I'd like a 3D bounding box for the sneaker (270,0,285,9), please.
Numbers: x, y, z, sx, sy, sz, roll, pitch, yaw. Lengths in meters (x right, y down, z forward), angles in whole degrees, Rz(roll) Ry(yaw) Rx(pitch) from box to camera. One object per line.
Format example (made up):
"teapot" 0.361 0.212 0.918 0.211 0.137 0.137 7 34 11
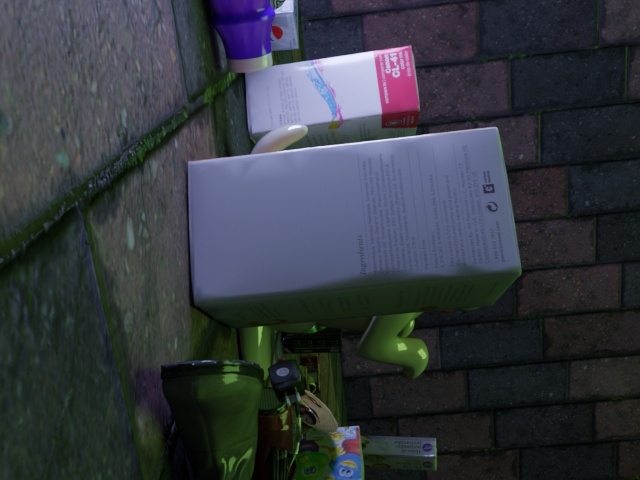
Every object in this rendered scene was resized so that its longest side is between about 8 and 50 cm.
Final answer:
"sneaker" -0.088 -0.488 1.202 0.343 0.147 0.134 68 17 -80

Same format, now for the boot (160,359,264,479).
"boot" -0.088 0.205 0.645 0.246 0.084 0.161 88 0 -64

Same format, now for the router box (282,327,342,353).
"router box" -0.015 0.194 1.496 0.092 0.123 0.038 -86 174 -64

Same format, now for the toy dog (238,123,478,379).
"toy dog" 0.086 0.012 1.114 0.284 0.408 0.395 -65 150 -84

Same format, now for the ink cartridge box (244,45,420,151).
"ink cartridge box" 0.026 -0.254 1.366 0.226 0.307 0.131 51 34 -84

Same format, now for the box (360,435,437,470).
"box" 0.151 0.573 1.954 0.063 0.324 0.067 -77 163 -52

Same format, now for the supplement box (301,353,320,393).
"supplement box" -0.024 0.327 1.771 0.055 0.043 0.083 83 5 -49

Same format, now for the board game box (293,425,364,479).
"board game box" 0.014 0.501 1.339 0.275 0.142 0.144 -90 174 -57

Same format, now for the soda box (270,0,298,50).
"soda box" -0.097 -0.533 1.542 0.098 0.091 0.286 80 6 -53

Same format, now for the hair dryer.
"hair dryer" -0.068 0.275 0.821 0.293 0.080 0.223 100 -5 -63

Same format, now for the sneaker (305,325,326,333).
"sneaker" 0.000 0.000 1.564 0.202 0.185 0.482 74 11 -49

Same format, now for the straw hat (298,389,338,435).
"straw hat" -0.039 0.332 1.341 0.061 0.145 0.144 -56 -177 10

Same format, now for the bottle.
"bottle" -0.117 -0.377 0.987 0.118 0.092 0.282 -90 174 -64

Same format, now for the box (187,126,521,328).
"box" 0.038 -0.002 0.863 0.215 0.346 0.168 71 13 -75

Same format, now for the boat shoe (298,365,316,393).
"boat shoe" -0.033 0.331 1.621 0.135 0.045 0.050 -89 173 -60
